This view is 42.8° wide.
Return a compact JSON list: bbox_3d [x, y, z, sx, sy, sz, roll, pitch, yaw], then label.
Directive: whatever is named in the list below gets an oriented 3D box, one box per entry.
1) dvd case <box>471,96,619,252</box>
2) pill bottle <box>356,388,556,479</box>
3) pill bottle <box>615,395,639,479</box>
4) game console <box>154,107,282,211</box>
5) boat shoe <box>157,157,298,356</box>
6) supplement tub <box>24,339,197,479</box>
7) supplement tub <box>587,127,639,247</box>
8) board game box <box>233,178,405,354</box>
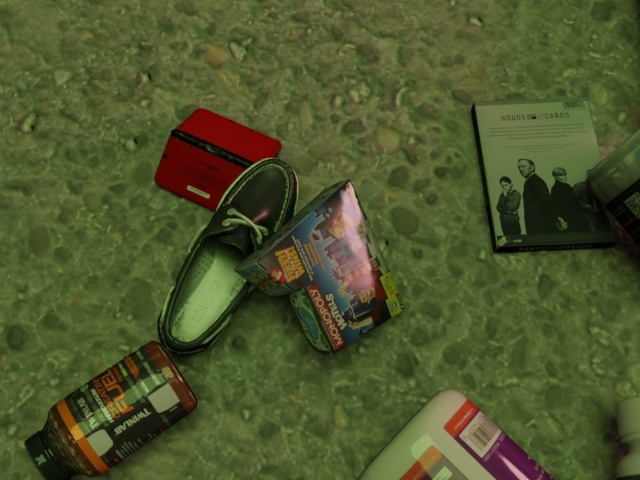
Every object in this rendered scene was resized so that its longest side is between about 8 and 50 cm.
[{"bbox_3d":[0.326,-0.100,1.200,0.179,0.030,0.239,-2,67,-3],"label":"dvd case"},{"bbox_3d":[0.205,0.337,0.935,0.323,0.181,0.181,43,72,14],"label":"pill bottle"},{"bbox_3d":[0.440,0.329,0.958,0.161,0.161,0.283,-1,68,-3],"label":"pill bottle"},{"bbox_3d":[-0.149,-0.113,1.194,0.144,0.085,0.124,24,100,8],"label":"game console"},{"bbox_3d":[-0.113,0.017,1.079,0.114,0.091,0.303,25,78,-3],"label":"boat shoe"},{"bbox_3d":[-0.258,0.217,1.004,0.197,0.106,0.106,-34,73,-15],"label":"supplement tub"},{"bbox_3d":[0.535,-0.019,1.072,0.207,0.207,0.338,-34,79,-15],"label":"supplement tub"},{"bbox_3d":[-0.006,0.043,1.060,0.194,0.060,0.194,-26,94,-37],"label":"board game box"}]
